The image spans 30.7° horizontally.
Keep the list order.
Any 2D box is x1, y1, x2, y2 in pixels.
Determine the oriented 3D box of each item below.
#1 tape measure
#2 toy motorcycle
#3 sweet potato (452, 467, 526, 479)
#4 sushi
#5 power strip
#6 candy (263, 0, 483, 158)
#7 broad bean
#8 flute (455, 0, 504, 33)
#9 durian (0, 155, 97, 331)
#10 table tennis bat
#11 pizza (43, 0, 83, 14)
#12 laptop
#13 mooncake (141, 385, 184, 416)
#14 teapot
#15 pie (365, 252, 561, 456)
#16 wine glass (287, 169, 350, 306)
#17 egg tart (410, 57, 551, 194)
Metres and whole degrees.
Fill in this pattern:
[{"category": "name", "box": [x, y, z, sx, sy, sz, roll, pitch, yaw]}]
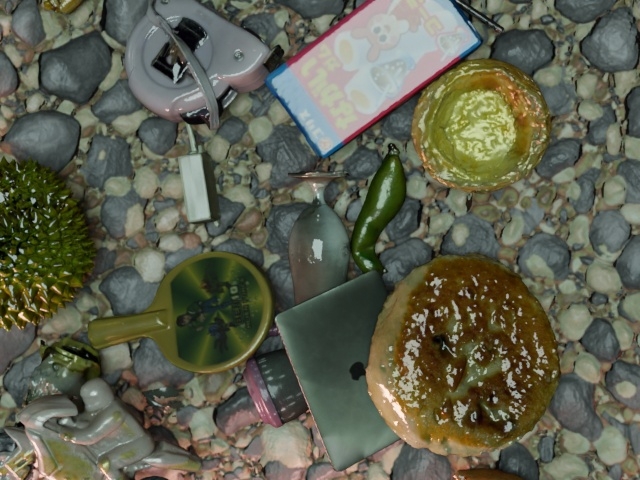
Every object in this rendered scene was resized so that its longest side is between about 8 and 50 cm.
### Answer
[{"category": "tape measure", "box": [-0.207, -0.280, 1.829, 0.236, 0.120, 0.197, 35, 89, 14]}, {"category": "toy motorcycle", "box": [-0.347, 0.325, 1.795, 0.341, 0.108, 0.223, 24, 94, -21]}, {"category": "sweet potato", "box": [0.301, 0.389, 1.808, 0.195, 0.056, 0.056, 14, 94, 5]}, {"category": "sushi", "box": [-0.424, 0.304, 1.876, 0.139, 0.131, 0.291, 17, 84, 7]}, {"category": "power strip", "box": [-0.196, -0.105, 1.855, 0.042, 0.075, 0.175, -9, 89, 8]}, {"category": "candy", "box": [0.082, -0.274, 1.790, 0.306, 0.100, 0.157, -36, 90, 9]}, {"category": "broad bean", "box": [0.093, -0.047, 1.826, 0.070, 0.048, 0.213, 12, 97, 1]}, {"category": "flute", "box": [0.175, -0.399, 1.820, 0.269, 0.014, 0.014, 35, 96, 6]}, {"category": "durian", "box": [-0.483, 0.016, 1.837, 0.291, 0.224, 0.291, -10, 54, 14]}, {"category": "table tennis bat", "box": [-0.224, 0.124, 1.863, 0.321, 0.050, 0.198, -11, 69, 14]}, {"category": "pizza", "box": [-0.447, -0.476, 1.887, 0.199, 0.062, 0.188, 21, 92, 8]}, {"category": "laptop", "box": [0.055, 0.199, 1.797, 0.188, 0.015, 0.269, -24, 100, -19]}, {"category": "mooncake", "box": [-0.301, 0.396, 1.903, 0.150, 0.057, 0.346, 1, 101, -15]}, {"category": "teapot", "box": [-0.044, 0.210, 1.840, 0.146, 0.148, 0.116, -23, 125, -4]}, {"category": "pie", "box": [0.221, 0.177, 1.766, 0.315, 0.092, 0.315, 1, 85, -5]}, {"category": "wine glass", "box": [0.000, 0.000, 1.814, 0.103, 0.103, 0.222, 0, 96, 8]}, {"category": "egg tart", "box": [0.245, -0.173, 1.775, 0.213, 0.090, 0.212, 0, 94, 5]}]
